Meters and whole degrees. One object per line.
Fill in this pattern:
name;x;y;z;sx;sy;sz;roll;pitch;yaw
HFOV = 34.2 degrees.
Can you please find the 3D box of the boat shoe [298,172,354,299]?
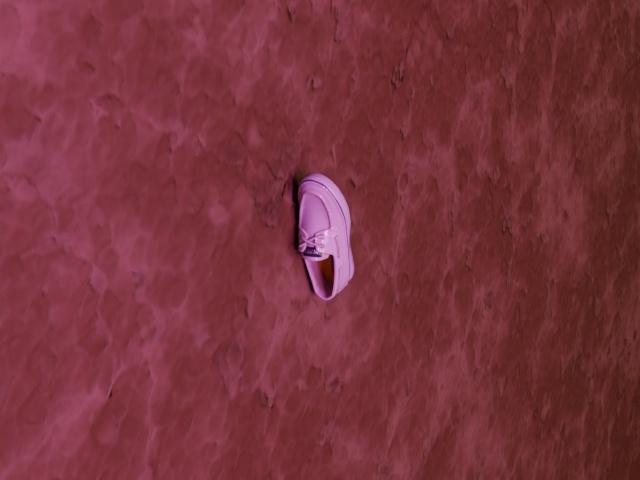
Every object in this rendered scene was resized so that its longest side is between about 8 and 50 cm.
boat shoe;0.000;0.000;0.740;0.035;0.035;0.100;-54;146;-43
